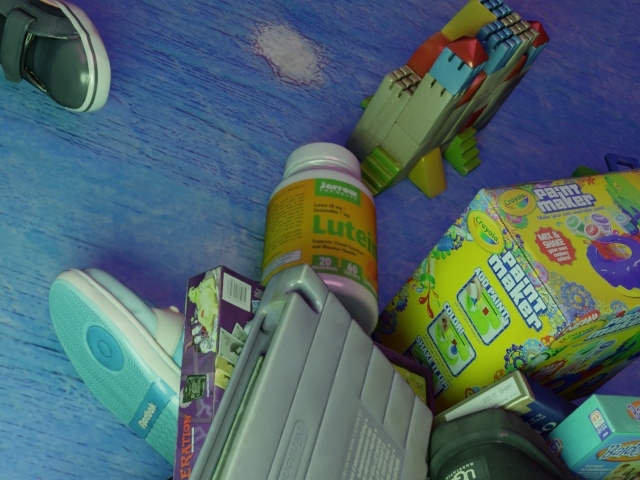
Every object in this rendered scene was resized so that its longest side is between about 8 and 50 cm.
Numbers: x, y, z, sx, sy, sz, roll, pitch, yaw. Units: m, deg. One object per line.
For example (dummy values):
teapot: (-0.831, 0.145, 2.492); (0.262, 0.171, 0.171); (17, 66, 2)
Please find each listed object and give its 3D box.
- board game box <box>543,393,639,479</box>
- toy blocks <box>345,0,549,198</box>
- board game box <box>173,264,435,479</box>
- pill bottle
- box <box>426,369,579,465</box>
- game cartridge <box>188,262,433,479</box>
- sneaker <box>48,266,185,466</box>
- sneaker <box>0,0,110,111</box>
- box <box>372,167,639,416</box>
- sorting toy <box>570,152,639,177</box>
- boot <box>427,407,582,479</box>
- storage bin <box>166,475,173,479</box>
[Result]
board game box: (0.291, 0.245, 0.966); (0.160, 0.210, 0.047); (9, 43, -33)
toy blocks: (0.206, -0.241, 1.312); (0.191, 0.261, 0.381); (45, 46, 12)
board game box: (0.005, 0.179, 0.843); (0.347, 0.056, 0.208); (31, 45, -44)
pill bottle: (0.000, 0.000, 1.080); (0.136, 0.136, 0.245); (16, 47, -16)
box: (0.202, 0.208, 0.952); (0.225, 0.136, 0.036); (30, 31, -50)
game cartridge: (-0.009, 0.216, 0.707); (0.230, 0.068, 0.355); (55, 34, -28)
sneaker: (-0.114, 0.115, 0.934); (0.319, 0.127, 0.208); (46, 47, 0)
sneaker: (-0.384, -0.264, 1.107); (0.127, 0.126, 0.321); (-15, 50, -42)
box: (0.264, 0.075, 1.062); (0.290, 0.279, 0.177); (-9, 58, -33)
sorting toy: (0.516, 0.005, 1.428); (0.196, 0.047, 0.347); (-3, 54, -25)
boot: (0.231, 0.410, 0.746); (0.367, 0.146, 0.445); (39, 27, -25)
storage bin: (-0.100, 0.303, 0.778); (0.180, 0.122, 0.084); (46, 47, 13)
